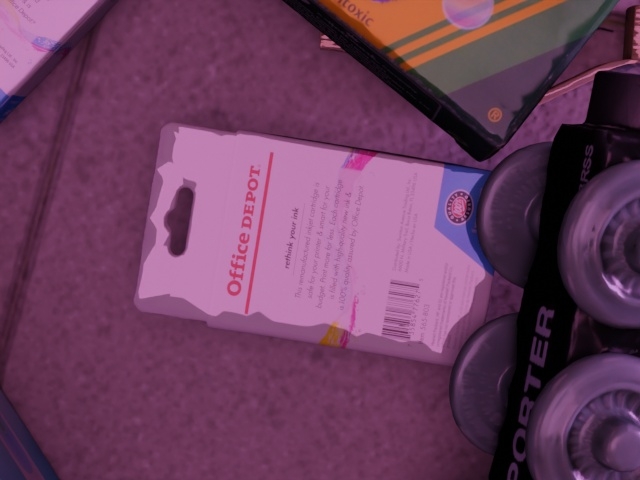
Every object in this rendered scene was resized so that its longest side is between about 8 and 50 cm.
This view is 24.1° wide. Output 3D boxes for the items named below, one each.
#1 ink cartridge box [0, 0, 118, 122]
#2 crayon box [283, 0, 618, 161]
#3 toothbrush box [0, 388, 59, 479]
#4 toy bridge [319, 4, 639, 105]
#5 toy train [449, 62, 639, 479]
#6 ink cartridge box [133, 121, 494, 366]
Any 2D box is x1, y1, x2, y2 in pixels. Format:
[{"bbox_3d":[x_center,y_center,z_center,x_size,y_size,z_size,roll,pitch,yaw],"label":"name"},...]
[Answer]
[{"bbox_3d":[-0.167,-0.130,0.791,0.088,0.052,0.122,45,94,-3],"label":"ink cartridge box"},{"bbox_3d":[0.108,-0.229,0.754,0.203,0.083,0.323,39,88,2],"label":"crayon box"},{"bbox_3d":[-0.233,0.108,0.725,0.126,0.216,0.295,-33,92,2],"label":"toothbrush box"},{"bbox_3d":[0.093,-0.100,0.806,0.188,0.026,0.063,4,94,-1],"label":"toy bridge"},{"bbox_3d":[0.167,0.087,0.727,0.190,0.142,0.334,8,95,-17],"label":"toy train"},{"bbox_3d":[0.000,0.000,0.794,0.181,0.061,0.104,10,94,-2],"label":"ink cartridge box"}]
